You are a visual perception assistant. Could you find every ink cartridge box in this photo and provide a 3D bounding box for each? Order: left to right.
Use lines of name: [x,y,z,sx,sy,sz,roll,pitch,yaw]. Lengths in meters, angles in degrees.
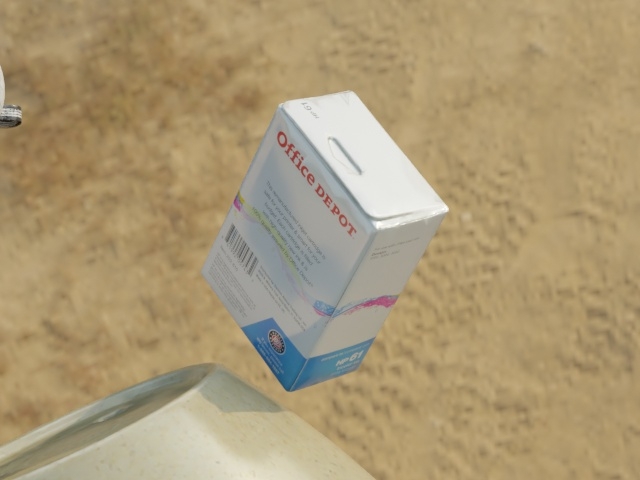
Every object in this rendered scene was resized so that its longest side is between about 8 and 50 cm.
ink cartridge box: [0.000,0.000,0.920,0.052,0.122,0.088,-14,55,-38]

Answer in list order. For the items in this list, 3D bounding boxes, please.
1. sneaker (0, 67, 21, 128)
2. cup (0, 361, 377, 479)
sneaker: [-0.322,-0.068,1.177,0.268,0.153,0.101,-7,82,2]
cup: [-0.077,0.200,0.911,0.331,0.237,0.331,-24,4,2]
